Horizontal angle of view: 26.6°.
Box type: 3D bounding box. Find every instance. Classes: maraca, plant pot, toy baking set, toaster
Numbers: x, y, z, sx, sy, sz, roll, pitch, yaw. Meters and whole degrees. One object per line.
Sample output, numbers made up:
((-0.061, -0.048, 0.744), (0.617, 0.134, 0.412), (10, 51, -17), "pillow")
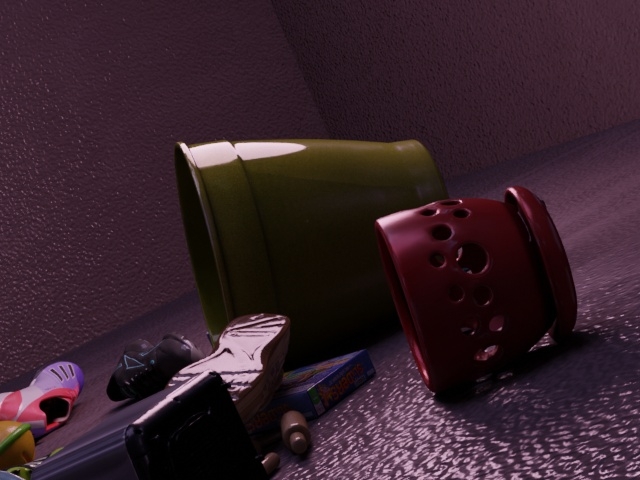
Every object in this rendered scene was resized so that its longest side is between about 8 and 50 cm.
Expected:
((-0.475, 0.330, 1.919), (0.186, 0.099, 0.127), (-49, -5, 9), "maraca")
((0.000, 0.000, 1.964), (0.353, 0.366, 0.366), (-13, 3, -10), "plant pot")
((-0.101, 0.236, 1.475), (0.197, 0.030, 0.256), (-24, 5, 2), "toy baking set")
((-0.114, 0.209, 1.026), (0.110, 0.168, 0.185), (-25, 3, 21), "toaster")
((0.164, 0.044, 1.400), (0.174, 0.191, 0.191), (-17, 5, 0), "plant pot")

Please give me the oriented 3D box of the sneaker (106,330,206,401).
((-0.270, 0.223, 2.251), (0.106, 0.101, 0.267), (-50, 17, -28), "sneaker")

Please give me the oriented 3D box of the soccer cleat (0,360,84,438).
((-0.486, 0.294, 2.452), (0.116, 0.108, 0.318), (1, 8, 15), "soccer cleat")

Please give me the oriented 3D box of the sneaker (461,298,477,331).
((0.198, 0.064, 1.712), (0.061, 0.065, 0.158), (-21, 6, 34), "sneaker")

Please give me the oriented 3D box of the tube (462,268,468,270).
((0.136, 0.052, 2.153), (0.207, 0.052, 0.080), (-6, 8, -13), "tube")

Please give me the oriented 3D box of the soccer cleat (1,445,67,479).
((-0.387, 0.324, 1.803), (0.072, 0.060, 0.179), (-32, -7, 30), "soccer cleat")

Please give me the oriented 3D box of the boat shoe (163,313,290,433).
((-0.097, 0.174, 1.535), (0.104, 0.089, 0.285), (3, 22, 21), "boat shoe")

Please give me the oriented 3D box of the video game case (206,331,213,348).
((-0.026, 0.117, 2.271), (0.244, 0.061, 0.269), (-28, 6, -32), "video game case")

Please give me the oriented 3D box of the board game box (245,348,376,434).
((-0.047, 0.194, 1.660), (0.201, 0.035, 0.136), (-20, 6, 39), "board game box")

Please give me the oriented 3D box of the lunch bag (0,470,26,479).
((-0.337, 0.301, 1.135), (0.262, 0.160, 0.223), (-15, 4, 36), "lunch bag")
